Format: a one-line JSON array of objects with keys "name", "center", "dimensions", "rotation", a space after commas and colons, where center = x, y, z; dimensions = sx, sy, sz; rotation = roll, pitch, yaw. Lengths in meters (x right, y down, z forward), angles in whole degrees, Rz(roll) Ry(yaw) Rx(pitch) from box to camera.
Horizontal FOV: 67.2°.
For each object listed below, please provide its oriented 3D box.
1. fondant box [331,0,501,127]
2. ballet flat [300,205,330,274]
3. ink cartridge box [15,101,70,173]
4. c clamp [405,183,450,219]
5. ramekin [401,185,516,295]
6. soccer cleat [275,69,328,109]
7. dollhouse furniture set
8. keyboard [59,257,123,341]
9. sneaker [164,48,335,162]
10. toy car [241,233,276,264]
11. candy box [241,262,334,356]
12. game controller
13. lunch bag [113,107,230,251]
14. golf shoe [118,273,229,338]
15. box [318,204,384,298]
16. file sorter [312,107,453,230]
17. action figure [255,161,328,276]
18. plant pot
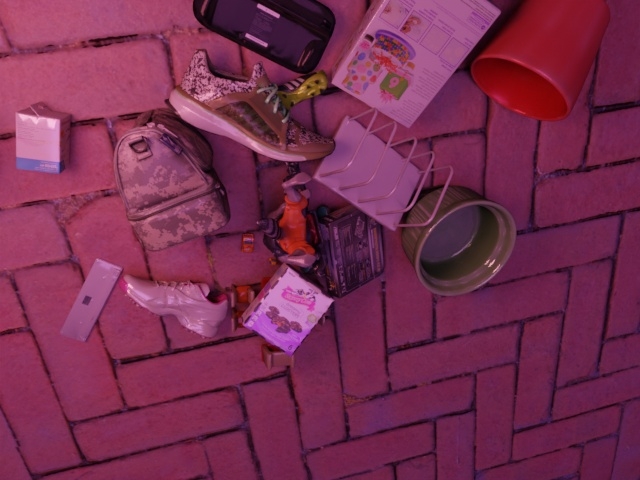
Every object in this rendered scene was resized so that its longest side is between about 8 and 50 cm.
[{"name": "fondant box", "center": [0.209, -0.462, 1.127], "dimensions": [0.238, 0.096, 0.330], "rotation": [24, 126, -21]}, {"name": "ballet flat", "center": [0.000, 0.000, 1.355], "dimensions": [0.074, 0.074, 0.203], "rotation": [13, 103, -18]}, {"name": "ink cartridge box", "center": [-0.627, -0.236, 1.094], "dimensions": [0.089, 0.092, 0.143], "rotation": [7, 111, -16]}, {"name": "c clamp", "center": [0.319, -0.093, 1.411], "dimensions": [0.160, 0.022, 0.137], "rotation": [-16, 110, -4]}, {"name": "ramekin", "center": [0.378, -0.006, 1.367], "dimensions": [0.303, 0.148, 0.303], "rotation": [-8, 122, -13]}, {"name": "soccer cleat", "center": [-0.064, -0.369, 1.187], "dimensions": [0.178, 0.072, 0.060], "rotation": [-14, 130, 17]}, {"name": "dollhouse furniture set", "center": [-0.128, 0.230, 1.406], "dimensions": [0.262, 0.135, 0.259], "rotation": [-2, 101, -12]}, {"name": "keyboard", "center": [-0.624, 0.166, 1.310], "dimensions": [0.072, 0.014, 0.256], "rotation": [28, 104, -16]}, {"name": "sneaker", "center": [-0.140, -0.311, 1.116], "dimensions": [0.410, 0.158, 0.182], "rotation": [18, 117, -15]}, {"name": "toy car", "center": [-0.166, 0.026, 1.337], "dimensions": [0.122, 0.040, 0.060], "rotation": [21, 106, -20]}, {"name": "candy box", "center": [-0.088, 0.183, 1.296], "dimensions": [0.165, 0.070, 0.196], "rotation": [37, 92, -16]}, {"name": "game controller", "center": [-0.127, -0.518, 1.116], "dimensions": [0.319, 0.067, 0.166], "rotation": [21, 121, -19]}, {"name": "lunch bag", "center": [-0.341, -0.153, 1.077], "dimensions": [0.212, 0.305, 0.256], "rotation": [-23, 117, -3]}, {"name": "golf shoe", "center": [-0.389, 0.149, 1.312], "dimensions": [0.306, 0.115, 0.140], "rotation": [33, 92, -30]}, {"name": "box", "center": [0.089, 0.020, 1.343], "dimensions": [0.183, 0.056, 0.231], "rotation": [-26, 120, -33]}, {"name": "file sorter", "center": [0.164, -0.177, 1.221], "dimensions": [0.277, 0.173, 0.193], "rotation": [31, 77, -22]}, {"name": "action figure", "center": [-0.089, -0.063, 1.191], "dimensions": [0.178, 0.330, 0.341], "rotation": [-15, 84, -12]}, {"name": "plant pot", "center": [0.550, -0.470, 1.183], "dimensions": [0.275, 0.275, 0.243], "rotation": [31, 94, -22]}]
